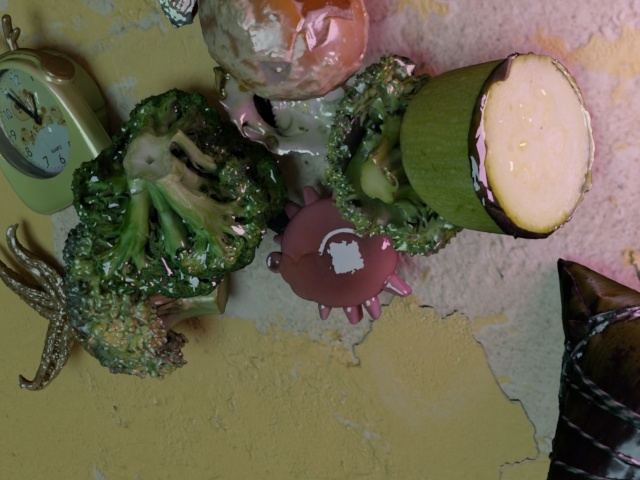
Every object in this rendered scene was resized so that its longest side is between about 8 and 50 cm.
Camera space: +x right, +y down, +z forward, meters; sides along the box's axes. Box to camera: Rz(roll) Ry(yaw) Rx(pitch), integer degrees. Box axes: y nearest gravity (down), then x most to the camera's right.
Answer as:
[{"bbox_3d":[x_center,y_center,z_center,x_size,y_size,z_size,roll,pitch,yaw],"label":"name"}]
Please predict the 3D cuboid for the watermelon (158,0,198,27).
[{"bbox_3d":[-0.157,-0.383,1.355,0.139,0.071,0.187,4,110,24],"label":"watermelon"}]

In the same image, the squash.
[{"bbox_3d":[0.218,-0.105,1.186,0.133,0.220,0.220,-5,115,58],"label":"squash"}]

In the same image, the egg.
[{"bbox_3d":[-0.050,-0.274,1.264,0.233,0.195,0.195,42,132,21],"label":"egg"}]

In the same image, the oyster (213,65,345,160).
[{"bbox_3d":[-0.047,-0.179,1.401,0.209,0.072,0.133,0,103,13],"label":"oyster"}]

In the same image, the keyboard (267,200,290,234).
[{"bbox_3d":[0.000,0.000,1.505,0.198,0.010,0.063,31,126,14],"label":"keyboard"}]

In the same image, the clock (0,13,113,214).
[{"bbox_3d":[-0.444,-0.204,1.619,0.235,0.096,0.308,-19,105,40],"label":"clock"}]

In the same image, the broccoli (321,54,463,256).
[{"bbox_3d":[0.101,-0.107,1.274,0.198,0.176,0.226,5,141,15],"label":"broccoli"}]

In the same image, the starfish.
[{"bbox_3d":[-0.477,0.135,1.835,0.375,0.094,0.327,25,117,27],"label":"starfish"}]

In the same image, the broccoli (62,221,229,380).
[{"bbox_3d":[-0.296,0.091,1.617,0.260,0.235,0.288,27,164,19],"label":"broccoli"}]

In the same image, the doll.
[{"bbox_3d":[0.035,0.015,1.429,0.262,0.093,0.211,-19,93,29],"label":"doll"}]

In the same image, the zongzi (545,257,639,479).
[{"bbox_3d":[0.357,0.266,1.219,0.319,0.362,0.383,26,136,56],"label":"zongzi"}]

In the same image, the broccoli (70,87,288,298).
[{"bbox_3d":[-0.204,-0.072,1.418,0.308,0.308,0.275,26,163,19],"label":"broccoli"}]
